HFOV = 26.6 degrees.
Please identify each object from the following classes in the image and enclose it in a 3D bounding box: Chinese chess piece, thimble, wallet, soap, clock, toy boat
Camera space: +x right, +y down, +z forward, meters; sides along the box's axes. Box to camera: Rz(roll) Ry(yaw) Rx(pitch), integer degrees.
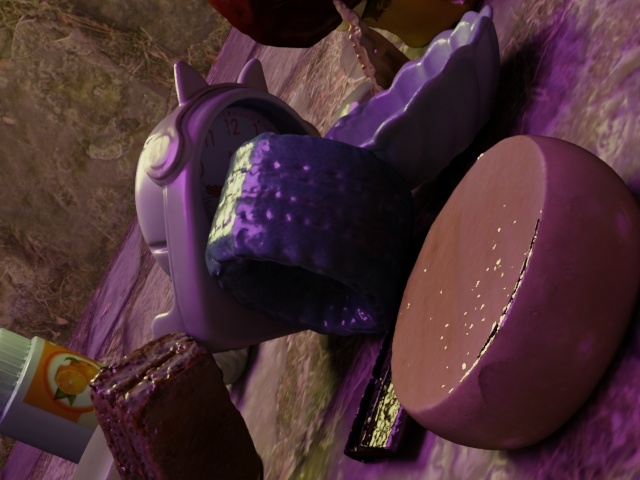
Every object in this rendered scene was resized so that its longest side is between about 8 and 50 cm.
[{"bbox_3d":[0.150,0.041,1.054,0.251,0.097,0.251,-58,16,27],"label":"Chinese chess piece"},{"bbox_3d":[0.000,0.000,1.392,0.198,0.235,0.143,-14,55,48],"label":"thimble"},{"bbox_3d":[0.088,0.093,1.294,0.243,0.039,0.133,-69,14,-16],"label":"wallet"},{"bbox_3d":[0.173,-0.417,1.729,0.324,0.096,0.204,-68,15,-13],"label":"soap"},{"bbox_3d":[-0.094,-0.044,1.531,0.109,0.265,0.324,-11,89,41],"label":"clock"},{"bbox_3d":[0.098,-0.126,1.434,0.290,0.100,0.199,-35,14,41],"label":"toy boat"}]

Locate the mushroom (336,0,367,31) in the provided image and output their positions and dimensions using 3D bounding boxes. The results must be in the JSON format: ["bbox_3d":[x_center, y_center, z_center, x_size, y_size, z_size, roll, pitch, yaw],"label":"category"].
[{"bbox_3d":[0.039,-0.455,2.027,0.336,0.314,0.314,75,-149,-62],"label":"mushroom"}]

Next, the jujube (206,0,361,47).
[{"bbox_3d":[-0.008,-0.433,1.710,0.377,0.276,0.276,-49,17,8],"label":"jujube"}]

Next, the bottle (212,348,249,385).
[{"bbox_3d":[-0.148,0.129,1.927,0.104,0.104,0.245,-55,17,32],"label":"bottle"}]

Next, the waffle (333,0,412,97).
[{"bbox_3d":[0.062,-0.172,1.533,0.032,0.191,0.125,-7,56,48],"label":"waffle"}]

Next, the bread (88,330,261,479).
[{"bbox_3d":[-0.149,0.204,1.407,0.102,0.196,0.138,5,31,37],"label":"bread"}]

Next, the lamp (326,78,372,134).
[{"bbox_3d":[0.050,-0.106,1.639,0.101,0.101,0.250,-116,49,-72],"label":"lamp"}]

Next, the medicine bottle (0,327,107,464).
[{"bbox_3d":[-0.372,0.256,2.067,0.158,0.318,0.158,-58,17,28],"label":"medicine bottle"}]

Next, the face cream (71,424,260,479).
[{"bbox_3d":[-0.198,0.320,1.630,0.218,0.179,0.218,-57,16,27],"label":"face cream"}]
